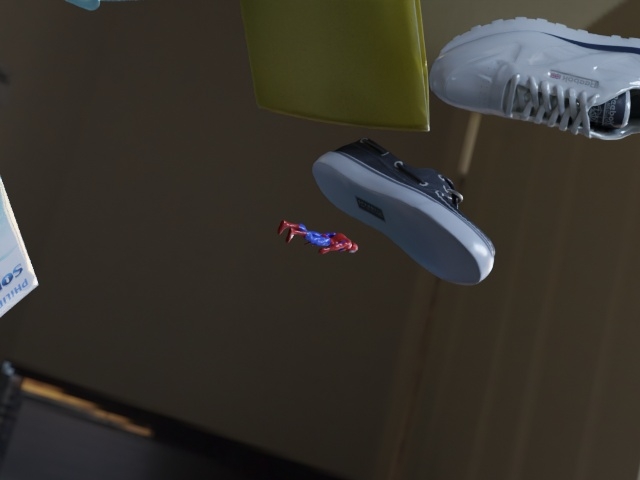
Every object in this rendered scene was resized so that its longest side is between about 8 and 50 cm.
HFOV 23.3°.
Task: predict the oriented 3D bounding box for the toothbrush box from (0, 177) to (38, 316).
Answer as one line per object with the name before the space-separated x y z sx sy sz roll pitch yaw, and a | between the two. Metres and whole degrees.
toothbrush box | -0.396 -0.065 1.365 0.216 0.126 0.296 24 -37 31

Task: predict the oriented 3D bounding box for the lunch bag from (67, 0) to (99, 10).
lunch bag | -0.202 -0.345 1.495 0.262 0.160 0.223 -3 -36 8

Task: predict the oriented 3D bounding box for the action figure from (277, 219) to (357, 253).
action figure | 0.000 0.000 1.948 0.115 0.030 0.038 10 16 -35

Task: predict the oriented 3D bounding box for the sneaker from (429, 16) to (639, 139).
sneaker | 0.217 -0.138 1.406 0.235 0.095 0.090 1 -47 -4

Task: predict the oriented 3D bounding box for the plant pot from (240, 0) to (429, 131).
plant pot | 0.016 -0.241 1.708 0.187 0.212 0.212 -6 -66 6

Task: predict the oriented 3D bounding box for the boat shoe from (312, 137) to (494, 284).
boat shoe | 0.090 -0.036 1.441 0.228 0.076 0.080 30 -32 45
